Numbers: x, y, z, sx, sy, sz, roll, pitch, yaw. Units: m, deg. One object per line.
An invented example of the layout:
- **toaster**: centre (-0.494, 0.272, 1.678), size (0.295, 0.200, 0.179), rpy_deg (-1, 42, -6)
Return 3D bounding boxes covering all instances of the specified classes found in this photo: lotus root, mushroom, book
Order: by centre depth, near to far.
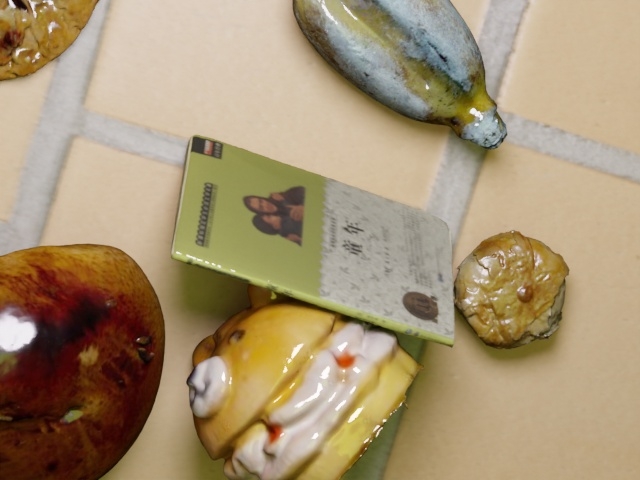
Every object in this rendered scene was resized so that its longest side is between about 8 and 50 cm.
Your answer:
- **mushroom**: centre (-0.343, 0.129, 1.844), size (0.345, 0.259, 0.345), rpy_deg (-27, 134, -31)
- **book**: centre (0.000, 0.000, 1.893), size (0.352, 0.239, 0.035), rpy_deg (19, 125, -12)
- **lotus root**: centre (0.105, -0.235, 1.931), size (0.322, 0.140, 0.158), rpy_deg (41, 105, -18)

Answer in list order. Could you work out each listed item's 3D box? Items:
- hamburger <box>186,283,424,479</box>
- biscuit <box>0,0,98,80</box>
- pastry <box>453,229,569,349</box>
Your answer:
- **hamburger**: centre (-0.036, 0.171, 1.887), size (0.237, 0.276, 0.276), rpy_deg (41, 88, 0)
- **biscuit**: centre (-0.404, -0.350, 1.845), size (0.289, 0.081, 0.334), rpy_deg (-45, 104, -3)
- **pastry**: centre (0.241, 0.063, 2.021), size (0.153, 0.081, 0.153), rpy_deg (0, 95, -1)
